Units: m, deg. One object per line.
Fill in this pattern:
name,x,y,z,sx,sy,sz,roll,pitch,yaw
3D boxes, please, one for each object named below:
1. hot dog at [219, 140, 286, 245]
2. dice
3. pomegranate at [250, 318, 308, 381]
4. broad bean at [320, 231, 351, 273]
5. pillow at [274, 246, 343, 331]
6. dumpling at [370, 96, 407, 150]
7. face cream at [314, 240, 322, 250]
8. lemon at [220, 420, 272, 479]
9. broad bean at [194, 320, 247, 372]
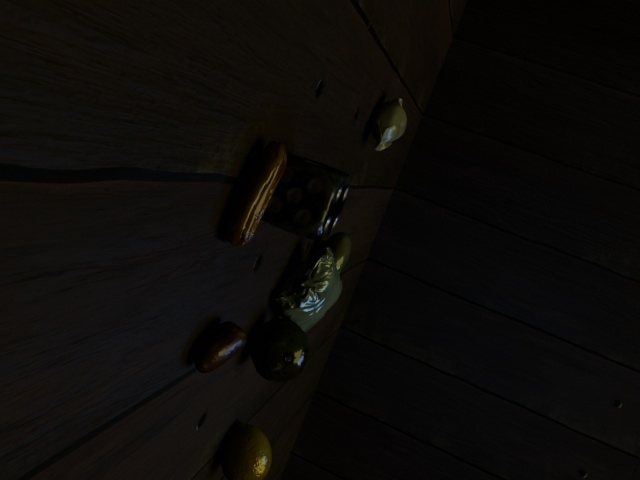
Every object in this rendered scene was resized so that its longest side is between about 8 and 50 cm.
hot dog,-0.144,-0.102,1.237,0.100,0.068,0.249,78,37,-87
dice,-0.038,-0.109,1.413,0.183,0.181,0.182,-69,166,9
pomegranate,-0.139,0.348,1.850,0.202,0.202,0.248,-68,-163,1
broad bean,0.032,0.101,2.205,0.291,0.119,0.238,-64,174,18
pillow,-0.032,0.176,1.969,0.283,0.138,0.310,-44,152,-18
dumpling,0.270,-0.458,2.246,0.162,0.132,0.250,84,31,-59
face cream,0.000,0.000,2.161,0.040,0.021,0.083,58,56,-79
lemon,-0.265,0.773,2.035,0.187,0.187,0.244,70,12,-73
broad bean,-0.250,0.264,1.403,0.165,0.084,0.114,-46,161,-45
